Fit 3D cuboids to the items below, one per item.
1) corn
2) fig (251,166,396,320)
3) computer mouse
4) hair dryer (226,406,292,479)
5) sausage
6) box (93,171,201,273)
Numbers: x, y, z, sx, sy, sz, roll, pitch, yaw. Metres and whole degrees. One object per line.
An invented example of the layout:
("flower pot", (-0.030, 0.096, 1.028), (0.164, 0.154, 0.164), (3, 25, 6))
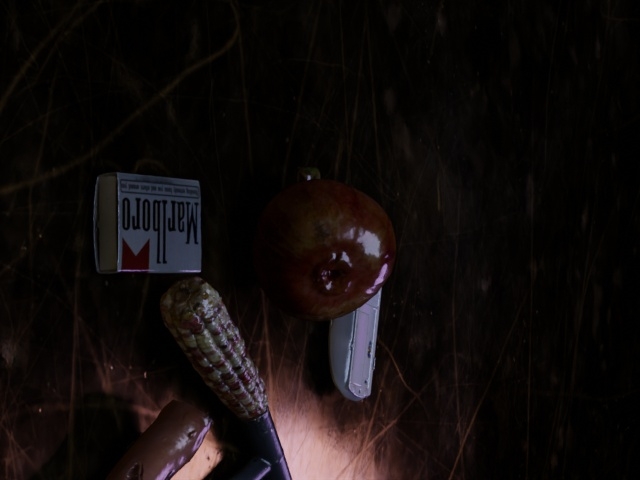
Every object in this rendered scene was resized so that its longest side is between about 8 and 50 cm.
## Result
("corn", (-0.127, 0.138, 1.909), (0.237, 0.080, 0.079), (64, 37, -45))
("fig", (0.001, 0.001, 2.047), (0.205, 0.205, 0.205), (0, 90, -62))
("computer mouse", (0.049, 0.135, 2.261), (0.102, 0.045, 0.199), (25, 68, -60))
("hair dryer", (-0.101, 0.330, 1.988), (0.195, 0.050, 0.173), (-51, 133, -44))
("sausage", (-0.217, 0.290, 1.737), (0.304, 0.078, 0.078), (-54, 135, -45))
("box", (-0.199, -0.018, 1.809), (0.177, 0.036, 0.115), (3, 87, -62))
